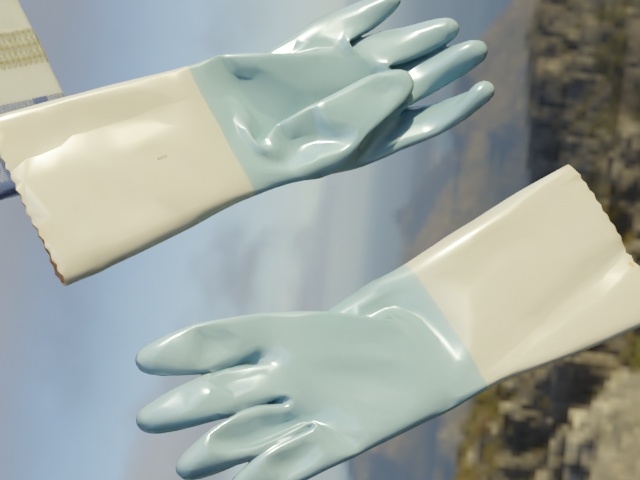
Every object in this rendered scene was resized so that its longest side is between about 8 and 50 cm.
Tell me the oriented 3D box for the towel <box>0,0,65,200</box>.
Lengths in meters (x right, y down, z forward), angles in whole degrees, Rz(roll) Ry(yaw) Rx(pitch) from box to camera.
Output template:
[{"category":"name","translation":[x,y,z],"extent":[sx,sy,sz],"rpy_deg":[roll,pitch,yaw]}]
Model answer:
[{"category":"towel","translation":[-0.271,-0.148,1.103],"extent":[0.209,0.034,0.285],"rpy_deg":[-25,-92,-56]}]

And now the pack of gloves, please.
[{"category":"pack of gloves","translation":[0.000,0.000,0.743],"extent":[0.195,0.232,0.046],"rpy_deg":[60,156,20]}]
